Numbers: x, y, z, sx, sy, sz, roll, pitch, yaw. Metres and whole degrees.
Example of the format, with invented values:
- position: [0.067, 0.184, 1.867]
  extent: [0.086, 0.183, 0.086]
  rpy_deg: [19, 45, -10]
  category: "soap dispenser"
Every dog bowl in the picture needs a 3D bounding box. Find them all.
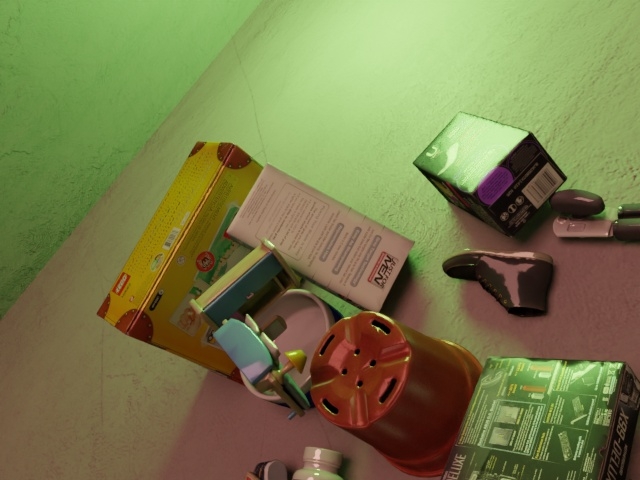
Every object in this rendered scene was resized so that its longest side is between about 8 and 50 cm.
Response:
- position: [-0.059, 0.253, 1.296]
  extent: [0.265, 0.104, 0.264]
  rpy_deg: [-21, 51, 29]
  category: "dog bowl"

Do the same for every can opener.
- position: [0.551, -0.042, 0.992]
  extent: [0.281, 0.093, 0.074]
  rpy_deg: [4, 54, 43]
  category: "can opener"

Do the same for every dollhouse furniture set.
- position: [-0.059, 0.195, 1.077]
  extent: [0.198, 0.286, 0.303]
  rpy_deg: [-41, 45, -11]
  category: "dollhouse furniture set"

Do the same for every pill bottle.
- position: [-0.009, 0.515, 1.089]
  extent: [0.108, 0.108, 0.193]
  rpy_deg: [-10, 57, 36]
  category: "pill bottle"

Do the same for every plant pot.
- position: [0.136, 0.268, 1.013]
  extent: [0.273, 0.265, 0.272]
  rpy_deg: [-21, 51, 29]
  category: "plant pot"

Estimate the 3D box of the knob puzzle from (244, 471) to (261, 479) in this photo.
- position: [-0.147, 0.583, 1.151]
  extent: [0.213, 0.030, 0.213]
  rpy_deg: [-173, 90, -66]
  category: "knob puzzle"

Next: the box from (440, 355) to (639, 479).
- position: [0.330, 0.326, 0.853]
  extent: [0.243, 0.076, 0.307]
  rpy_deg: [-11, 37, 48]
  category: "box"

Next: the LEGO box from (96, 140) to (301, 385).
- position: [-0.248, 0.057, 1.401]
  extent: [0.193, 0.372, 0.499]
  rpy_deg: [14, 72, 49]
  category: "LEGO box"

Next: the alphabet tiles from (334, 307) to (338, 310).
- position: [-0.052, 0.257, 1.371]
  extent: [0.198, 0.009, 0.237]
  rpy_deg: [18, 76, 46]
  category: "alphabet tiles"

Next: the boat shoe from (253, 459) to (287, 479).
- position: [-0.106, 0.566, 1.180]
  extent: [0.083, 0.065, 0.183]
  rpy_deg: [-35, 51, 53]
  category: "boat shoe"

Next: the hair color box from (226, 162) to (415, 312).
- position: [0.000, 0.000, 1.253]
  extent: [0.185, 0.375, 0.113]
  rpy_deg: [-61, -2, -10]
  category: "hair color box"

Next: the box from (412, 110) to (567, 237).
- position: [0.341, -0.146, 1.156]
  extent: [0.165, 0.143, 0.270]
  rpy_deg: [-47, 26, 5]
  category: "box"

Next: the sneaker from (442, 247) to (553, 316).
- position: [0.337, 0.084, 1.096]
  extent: [0.222, 0.083, 0.118]
  rpy_deg: [-3, 62, 38]
  category: "sneaker"
